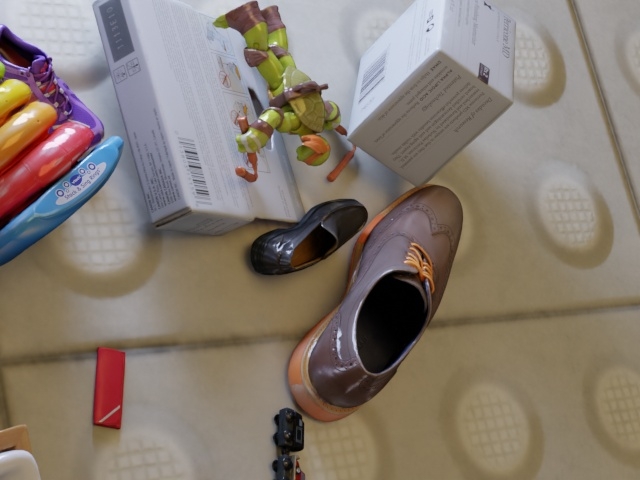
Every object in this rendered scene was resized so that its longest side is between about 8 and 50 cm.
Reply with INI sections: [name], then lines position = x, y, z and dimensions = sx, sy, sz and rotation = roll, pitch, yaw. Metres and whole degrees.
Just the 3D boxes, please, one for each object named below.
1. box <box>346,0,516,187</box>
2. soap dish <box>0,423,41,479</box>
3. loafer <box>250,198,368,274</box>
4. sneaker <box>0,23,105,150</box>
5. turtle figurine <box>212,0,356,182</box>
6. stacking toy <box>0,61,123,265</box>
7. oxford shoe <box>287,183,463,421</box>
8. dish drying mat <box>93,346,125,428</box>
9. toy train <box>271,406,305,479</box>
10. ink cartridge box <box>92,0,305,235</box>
[box]
position = 0.138, -0.197, 1.700
dimensions = 0.119, 0.182, 0.181
rotation = 32, 38, -19
[soap dish]
position = -0.328, 0.318, 1.141
dimensions = 0.229, 0.118, 0.291
rotation = -15, 101, -44
[loafer]
position = 0.000, 0.000, 1.604
dimensions = 0.170, 0.061, 0.062
rotation = -31, 120, -36
[sneaker]
position = -0.298, -0.160, 1.473
dimensions = 0.170, 0.071, 0.068
rotation = 41, 52, -14
[turtle figurine]
position = -0.044, -0.170, 1.610
dimensions = 0.269, 0.087, 0.217
rotation = -20, 83, -56
[stacking toy]
position = -0.353, -0.132, 1.350
dimensions = 0.302, 0.165, 0.175
rotation = 51, 50, -9
[oxford shoe]
position = 0.100, 0.056, 1.612
dimensions = 0.130, 0.132, 0.364
rotation = 40, 52, -13
[dish drying mat]
position = -0.217, 0.151, 1.427
dimensions = 0.032, 0.008, 0.083
rotation = 15, 62, -28
[toy train]
position = -0.034, 0.258, 1.496
dimensions = 0.036, 0.027, 0.158
rotation = 24, 56, -37
[ink cartridge box]
position = -0.134, -0.140, 1.590
dimensions = 0.239, 0.060, 0.275
rotation = 8, 62, -60
